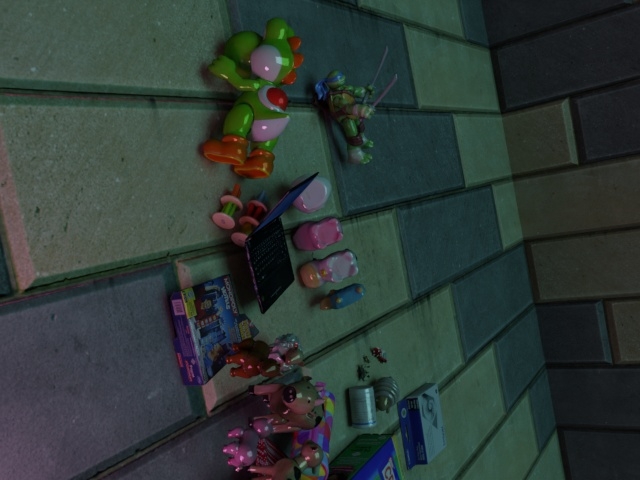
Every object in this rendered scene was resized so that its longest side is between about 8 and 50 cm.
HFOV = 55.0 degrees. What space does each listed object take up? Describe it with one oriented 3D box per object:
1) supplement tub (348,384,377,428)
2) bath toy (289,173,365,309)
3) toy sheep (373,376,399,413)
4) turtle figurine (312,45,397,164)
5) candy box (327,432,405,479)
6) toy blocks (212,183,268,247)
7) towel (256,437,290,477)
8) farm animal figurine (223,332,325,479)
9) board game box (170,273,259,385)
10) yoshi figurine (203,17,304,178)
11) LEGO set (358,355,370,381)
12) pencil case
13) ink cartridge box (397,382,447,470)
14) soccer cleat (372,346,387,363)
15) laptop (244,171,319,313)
[{"bbox_3d":[0.116,0.457,1.690,0.071,0.071,0.107,2,80,-55],"label":"supplement tub"},{"bbox_3d":[0.000,0.000,1.582,0.129,0.152,0.347,-128,-160,-82],"label":"bath toy"},{"bbox_3d":[0.189,0.444,1.789,0.091,0.091,0.132,65,24,-22],"label":"toy sheep"},{"bbox_3d":[0.133,-0.369,1.757,0.275,0.198,0.266,-24,129,-13],"label":"turtle figurine"},{"bbox_3d":[0.104,0.689,1.577,0.317,0.122,0.268,-23,101,-56],"label":"candy box"},{"bbox_3d":[-0.175,-0.077,1.408,0.123,0.054,0.148,51,45,-37],"label":"toy blocks"},{"bbox_3d":[-0.068,0.554,1.311,0.198,0.031,0.274,55,7,-34],"label":"towel"},{"bbox_3d":[-0.064,0.356,1.244,0.327,0.173,0.329,28,55,-76],"label":"farm animal figurine"},{"bbox_3d":[-0.218,0.176,1.285,0.194,0.060,0.194,-19,98,-56],"label":"board game box"},{"bbox_3d":[-0.167,-0.338,1.423,0.203,0.203,0.361,16,81,-10],"label":"yoshi figurine"},{"bbox_3d":[0.124,0.372,1.769,0.083,0.024,0.054,-55,130,-62],"label":"LEGO set"},{"bbox_3d":[-0.019,0.444,1.421,0.104,0.105,0.236,60,19,-27],"label":"pencil case"},{"bbox_3d":[0.334,0.598,1.991,0.224,0.045,0.223,-11,92,-55],"label":"ink cartridge box"},{"bbox_3d":[0.179,0.337,1.846,0.083,0.029,0.035,53,35,-39],"label":"soccer cleat"},{"bbox_3d":[-0.068,-0.001,1.408,0.234,0.137,0.264,-45,125,-68],"label":"laptop"}]
